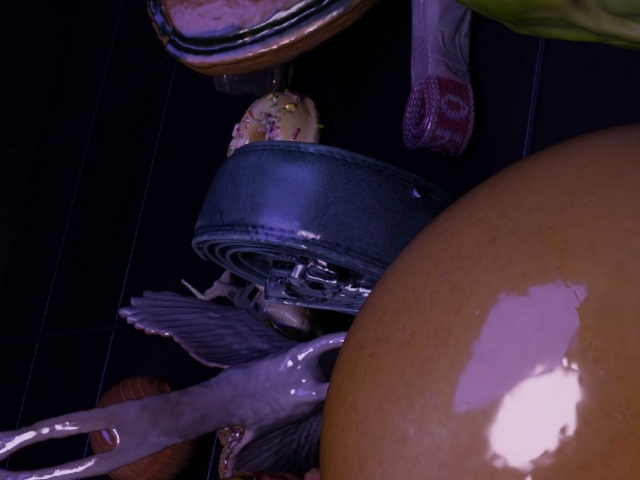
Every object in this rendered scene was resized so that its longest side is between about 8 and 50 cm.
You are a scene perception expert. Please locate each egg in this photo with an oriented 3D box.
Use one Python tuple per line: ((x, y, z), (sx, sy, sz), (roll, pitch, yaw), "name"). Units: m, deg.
((0.133, 0.087, 0.506), (0.250, 0.250, 0.322), (-106, 32, -48), "egg")

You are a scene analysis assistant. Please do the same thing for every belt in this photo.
((0.000, 0.000, 0.859), (0.267, 0.206, 0.116), (0, 68, 53), "belt")
((0.111, -0.181, 0.940), (0.071, 0.053, 0.232), (137, 141, -54), "belt")

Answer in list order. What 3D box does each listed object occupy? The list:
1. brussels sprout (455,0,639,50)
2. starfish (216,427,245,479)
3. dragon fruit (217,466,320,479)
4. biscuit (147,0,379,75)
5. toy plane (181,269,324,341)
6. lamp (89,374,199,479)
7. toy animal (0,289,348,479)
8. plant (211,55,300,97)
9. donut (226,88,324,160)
((0.208, -0.234, 0.534), (0.354, 0.289, 0.281), (34, 120, 50), "brussels sprout")
((-0.064, 0.209, 1.026), (0.146, 0.074, 0.190), (37, 110, 56), "starfish")
((-0.057, 0.310, 0.754), (0.269, 0.250, 0.291), (-26, 37, 47), "dragon fruit")
((-0.043, -0.334, 1.100), (0.343, 0.057, 0.287), (-23, 65, 16), "biscuit")
((-0.073, 0.066, 1.073), (0.108, 0.092, 0.286), (-53, 23, -6), "toy plane")
((-0.210, 0.228, 1.219), (0.136, 0.136, 0.136), (-40, 41, 47), "lamp")
((-0.079, 0.116, 0.812), (0.302, 0.284, 0.225), (-20, 82, 23), "toy animal")
((-0.078, -0.306, 1.247), (0.164, 0.142, 0.256), (-52, -29, -77), "plant")
((-0.060, -0.100, 1.202), (0.174, 0.068, 0.175), (-41, 39, 46), "donut")
